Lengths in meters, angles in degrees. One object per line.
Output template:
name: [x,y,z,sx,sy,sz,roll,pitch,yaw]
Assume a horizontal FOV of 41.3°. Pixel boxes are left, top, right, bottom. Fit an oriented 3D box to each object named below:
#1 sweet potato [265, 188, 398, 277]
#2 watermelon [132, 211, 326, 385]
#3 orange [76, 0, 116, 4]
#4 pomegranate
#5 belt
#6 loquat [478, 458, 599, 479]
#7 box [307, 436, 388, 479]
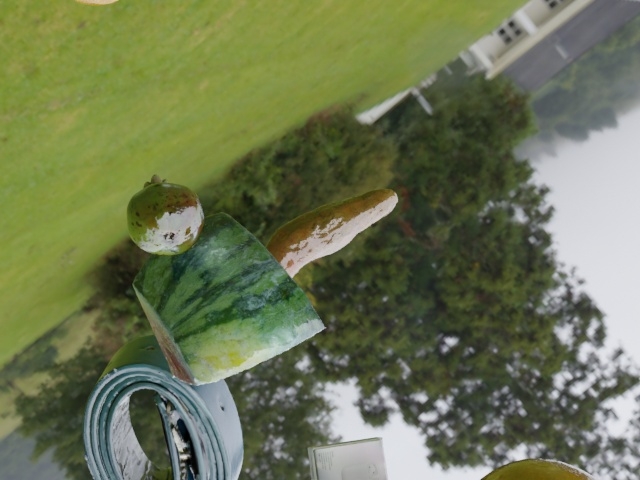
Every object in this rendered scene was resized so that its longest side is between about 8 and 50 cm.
sweet potato: [-0.012,-0.009,1.643,0.354,0.106,0.095,-37,170,-7]
watermelon: [-0.158,0.108,1.349,0.213,0.262,0.201,-28,161,-24]
orange: [-0.396,-0.490,1.506,0.159,0.136,0.159,-59,-178,4]
pomegranate: [-0.230,-0.044,1.251,0.114,0.114,0.142,-39,-139,11]
belt: [-0.329,0.419,1.794,0.300,0.437,0.173,-8,-164,9]
loquat: [0.310,0.438,1.188,0.263,0.263,0.263,-40,-174,5]
box: [0.053,0.421,1.496,0.129,0.130,0.051,-5,170,-13]
